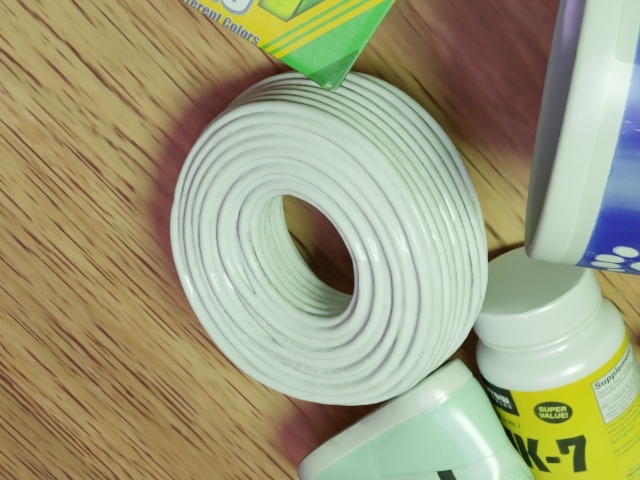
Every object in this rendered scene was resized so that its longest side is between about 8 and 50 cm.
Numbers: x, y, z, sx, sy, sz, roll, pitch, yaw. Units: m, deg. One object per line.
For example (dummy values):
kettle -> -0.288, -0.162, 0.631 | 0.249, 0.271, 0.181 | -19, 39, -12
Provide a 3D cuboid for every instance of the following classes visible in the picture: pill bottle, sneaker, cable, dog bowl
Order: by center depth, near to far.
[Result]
dog bowl -> 0.198, -0.111, 0.801 | 0.104, 0.265, 0.265 | 10, 124, 5
cable -> 0.000, 0.000, 0.992 | 0.257, 0.089, 0.257 | 13, 120, 33
pill bottle -> 0.193, 0.113, 1.038 | 0.119, 0.119, 0.208 | -13, 118, 22
sneaker -> 0.077, 0.208, 1.088 | 0.151, 0.094, 0.256 | 56, 146, 6

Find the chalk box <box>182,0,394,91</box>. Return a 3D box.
chalk box -> 0.019, -0.275, 0.793 | 0.180, 0.179, 0.289 | 30, 125, -6
